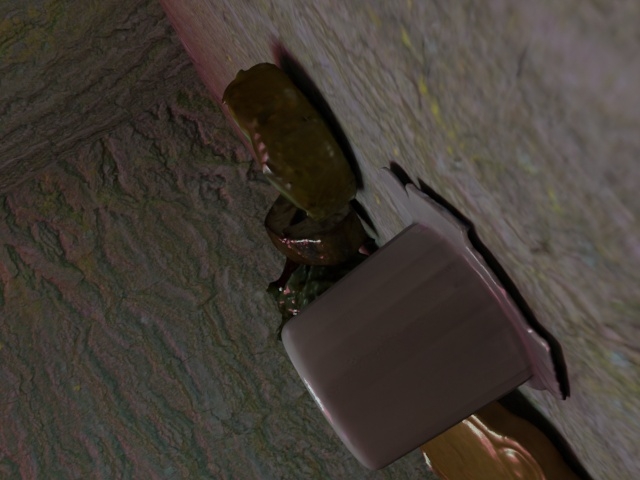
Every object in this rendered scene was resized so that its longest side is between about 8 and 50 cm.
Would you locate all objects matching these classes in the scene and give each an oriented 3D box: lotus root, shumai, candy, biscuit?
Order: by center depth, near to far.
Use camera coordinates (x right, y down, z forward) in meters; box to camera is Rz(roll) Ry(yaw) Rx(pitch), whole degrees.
[{"bbox_3d":[0.253,0.339,0.749,0.351,0.057,0.312,49,158,16],"label":"biscuit"},{"bbox_3d":[-0.047,-0.146,0.846,0.260,0.118,0.260,56,179,2],"label":"candy"},{"bbox_3d":[-0.018,-0.043,1.024,0.260,0.170,0.074,45,171,52],"label":"lotus root"},{"bbox_3d":[0.039,0.064,1.105,0.330,0.291,0.289,104,170,-75],"label":"shumai"}]

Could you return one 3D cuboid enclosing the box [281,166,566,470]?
[{"bbox_3d":[0.073,0.093,0.590,0.291,0.206,0.262,55,176,1],"label":"box"}]
